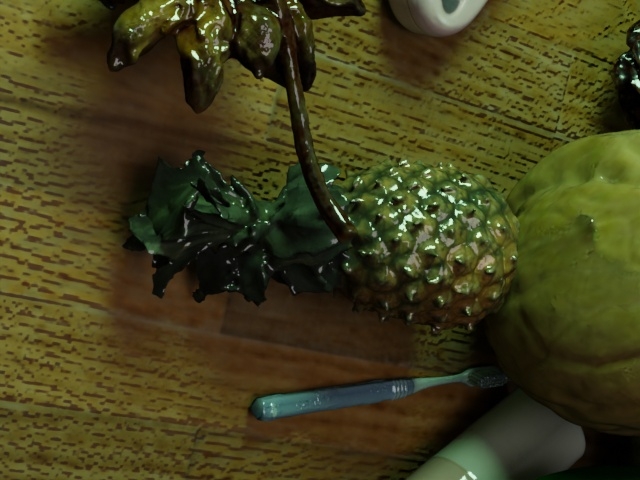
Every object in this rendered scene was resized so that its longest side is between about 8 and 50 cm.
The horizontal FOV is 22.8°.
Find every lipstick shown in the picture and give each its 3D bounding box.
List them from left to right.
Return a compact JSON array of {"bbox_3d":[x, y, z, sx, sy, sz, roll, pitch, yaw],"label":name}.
[{"bbox_3d":[0.075,0.196,1.094,0.254,0.070,0.070,-35,117,-27],"label":"lipstick"}]

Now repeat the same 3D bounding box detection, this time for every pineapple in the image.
[{"bbox_3d":[0.000,0.000,0.988,0.251,0.125,0.125,6,95,-32],"label":"pineapple"}]

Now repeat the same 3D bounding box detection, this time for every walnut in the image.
[{"bbox_3d":[0.217,0.033,1.077,0.228,0.228,0.228,-7,102,-36],"label":"walnut"}]

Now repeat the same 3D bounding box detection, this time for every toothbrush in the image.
[{"bbox_3d":[0.046,0.104,1.089,0.219,0.019,0.016,-3,105,-37],"label":"toothbrush"}]

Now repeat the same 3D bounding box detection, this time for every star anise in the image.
[{"bbox_3d":[-0.035,-0.132,0.919,0.234,0.073,0.177,39,60,-15],"label":"star anise"}]

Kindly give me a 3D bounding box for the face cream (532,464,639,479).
[{"bbox_3d":[0.203,0.351,1.062,0.219,0.312,0.357,-50,140,-46],"label":"face cream"}]

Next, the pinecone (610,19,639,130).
[{"bbox_3d":[0.283,-0.117,1.162,0.140,0.140,0.121,-55,169,-16],"label":"pinecone"}]

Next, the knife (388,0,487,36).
[{"bbox_3d":[0.173,-0.233,1.115,0.336,0.043,0.081,-35,123,-30],"label":"knife"}]
